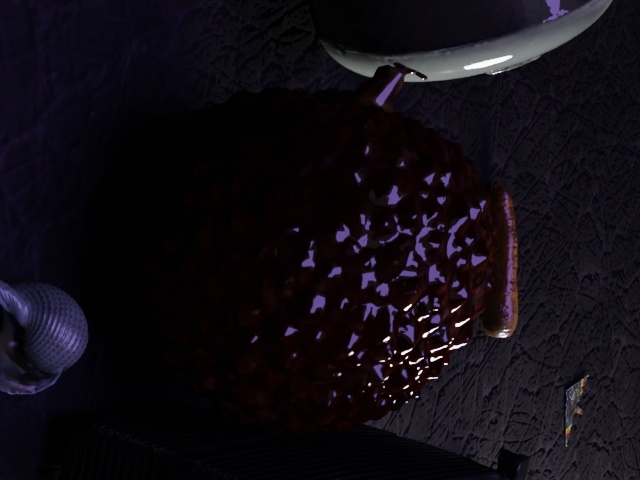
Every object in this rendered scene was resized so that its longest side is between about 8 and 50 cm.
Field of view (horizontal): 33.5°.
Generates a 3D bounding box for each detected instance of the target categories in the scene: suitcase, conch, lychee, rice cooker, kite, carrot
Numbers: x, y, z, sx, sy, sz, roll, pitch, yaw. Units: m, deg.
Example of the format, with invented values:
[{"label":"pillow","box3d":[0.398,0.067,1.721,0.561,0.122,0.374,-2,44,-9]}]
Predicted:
[{"label":"suitcase","box3d":[-0.016,0.214,0.812,0.335,0.229,0.152,12,89,-57]},{"label":"conch","box3d":[-0.195,0.059,0.688,0.085,0.056,0.076,42,76,-16]},{"label":"lychee","box3d":[0.000,0.000,0.787,0.264,0.264,0.300,42,66,-50]},{"label":"rice cooker","box3d":[0.104,-0.298,0.875,0.288,0.288,0.277,-45,130,-42]},{"label":"kite","box3d":[0.378,0.246,1.589,0.090,0.004,0.122,46,58,-49]},{"label":"carrot","box3d":[0.221,0.024,1.294,0.047,0.047,0.191,-3,97,-55]}]
